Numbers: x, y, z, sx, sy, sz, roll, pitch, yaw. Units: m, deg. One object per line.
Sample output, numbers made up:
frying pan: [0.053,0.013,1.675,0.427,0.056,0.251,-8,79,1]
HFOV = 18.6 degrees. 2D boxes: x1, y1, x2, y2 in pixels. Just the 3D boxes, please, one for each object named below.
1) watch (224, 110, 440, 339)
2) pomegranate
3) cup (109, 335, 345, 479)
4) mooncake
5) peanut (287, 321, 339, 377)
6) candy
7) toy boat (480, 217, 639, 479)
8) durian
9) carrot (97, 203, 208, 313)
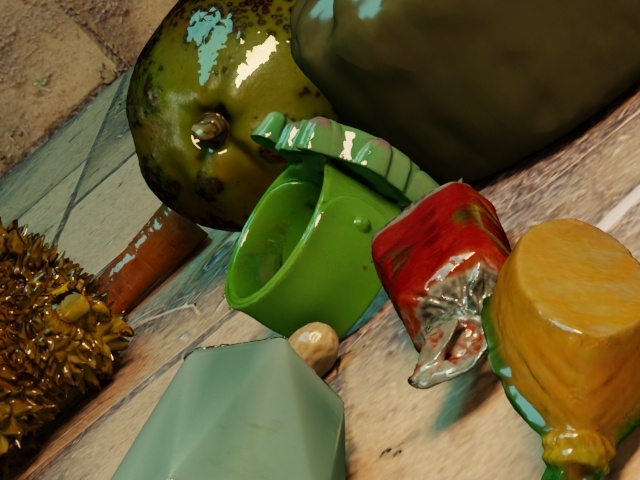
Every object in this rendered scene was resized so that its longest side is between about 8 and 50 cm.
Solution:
watch: [0.000,0.000,1.386,0.152,0.131,0.165,-65,23,-10]
pomegranate: [-0.038,-0.104,1.678,0.222,0.276,0.204,-15,64,22]
cup: [-0.053,0.143,1.038,0.235,0.148,0.134,-84,17,-71]
mooncake: [0.139,-0.210,1.422,0.356,0.194,0.356,-39,14,12]
peanut: [-0.021,0.086,1.307,0.083,0.037,0.037,-35,16,21]
candy: [0.077,0.019,1.188,0.086,0.059,0.292,-40,15,10]
toy boat: [0.122,0.051,0.966,0.229,0.089,0.088,-82,2,-68]
durian: [-0.318,0.097,1.712,0.293,0.258,0.258,-29,12,-9]
carrot: [-0.200,0.057,1.876,0.224,0.057,0.057,-48,14,4]
